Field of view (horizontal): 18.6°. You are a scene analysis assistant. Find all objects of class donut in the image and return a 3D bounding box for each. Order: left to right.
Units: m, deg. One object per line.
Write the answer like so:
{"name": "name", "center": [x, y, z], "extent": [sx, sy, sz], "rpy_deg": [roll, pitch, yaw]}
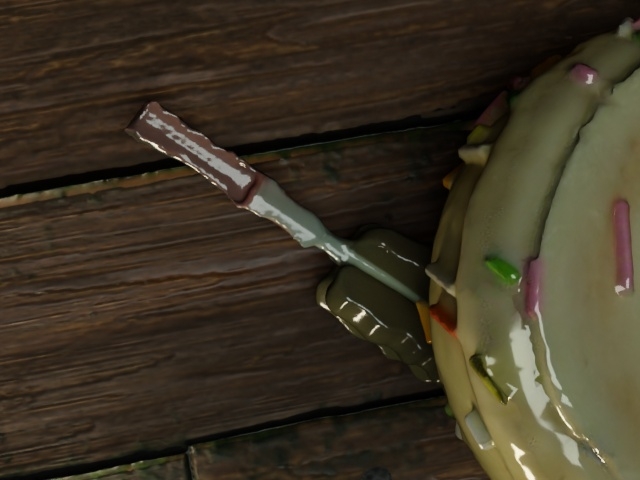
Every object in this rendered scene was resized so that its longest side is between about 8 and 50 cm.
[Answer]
{"name": "donut", "center": [0.211, 0.057, 1.272], "extent": [0.307, 0.150, 0.371], "rpy_deg": [-42, 108, -26]}

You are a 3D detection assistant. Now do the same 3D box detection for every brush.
{"name": "brush", "center": [0.000, 0.000, 1.302], "extent": [0.301, 0.071, 0.084], "rpy_deg": [33, 85, -14]}
